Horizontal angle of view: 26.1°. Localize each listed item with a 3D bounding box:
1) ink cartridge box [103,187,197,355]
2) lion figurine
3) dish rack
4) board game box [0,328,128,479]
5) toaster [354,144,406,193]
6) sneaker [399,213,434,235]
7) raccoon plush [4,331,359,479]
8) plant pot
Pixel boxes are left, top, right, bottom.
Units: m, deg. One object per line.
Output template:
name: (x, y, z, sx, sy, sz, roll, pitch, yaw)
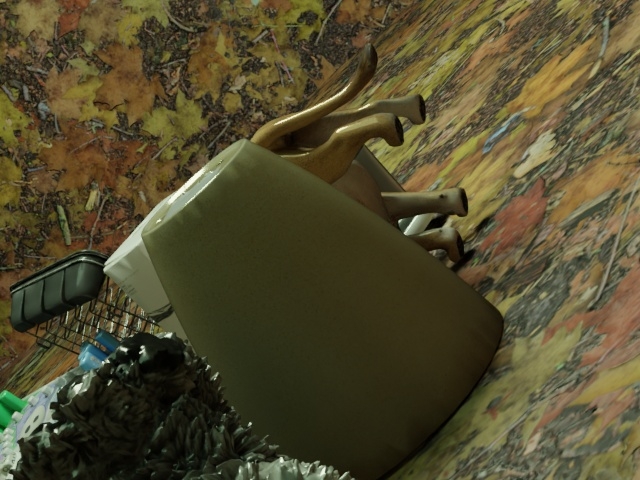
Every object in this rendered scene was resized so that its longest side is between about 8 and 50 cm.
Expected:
ink cartridge box: (-0.159, 0.052, 1.871, 0.092, 0.219, 0.160, -33, 16, 45)
lion figurine: (0.011, -0.046, 1.450, 0.240, 0.392, 0.142, -8, 48, 18)
dish rack: (-0.289, 0.120, 1.968, 0.208, 0.271, 0.074, -22, 50, 43)
board game box: (-0.445, 0.329, 1.918, 0.390, 0.050, 0.390, -30, 29, 47)
toaster: (0.010, -0.034, 1.872, 0.168, 0.110, 0.185, -34, 15, 39)
sneaker: (0.000, 0.000, 1.693, 0.296, 0.147, 0.104, -36, 12, 31)
raccoon plush: (-0.041, 0.236, 1.069, 0.216, 0.299, 0.446, -59, -19, -2)
plant pot: (-0.023, 0.051, 1.239, 0.256, 0.274, 0.256, -40, 13, 11)
